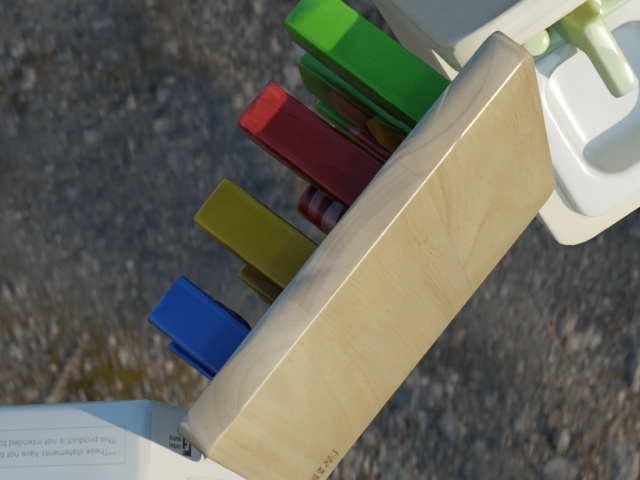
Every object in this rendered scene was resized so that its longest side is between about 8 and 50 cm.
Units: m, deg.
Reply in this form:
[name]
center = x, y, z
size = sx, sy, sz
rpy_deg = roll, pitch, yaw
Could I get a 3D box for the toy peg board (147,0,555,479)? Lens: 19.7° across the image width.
[toy peg board]
center = 0.000, 0.000, 0.649
size = 0.079, 0.161, 0.160
rpy_deg = 38, 85, 17

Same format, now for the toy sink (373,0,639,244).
[toy sink]
center = 0.126, -0.099, 0.830
size = 0.153, 0.234, 0.131
rpy_deg = -35, 109, 2

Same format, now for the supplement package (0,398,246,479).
[supplement package]
center = -0.112, 0.224, 0.782
size = 0.177, 0.175, 0.293
rpy_deg = -4, 77, 21
